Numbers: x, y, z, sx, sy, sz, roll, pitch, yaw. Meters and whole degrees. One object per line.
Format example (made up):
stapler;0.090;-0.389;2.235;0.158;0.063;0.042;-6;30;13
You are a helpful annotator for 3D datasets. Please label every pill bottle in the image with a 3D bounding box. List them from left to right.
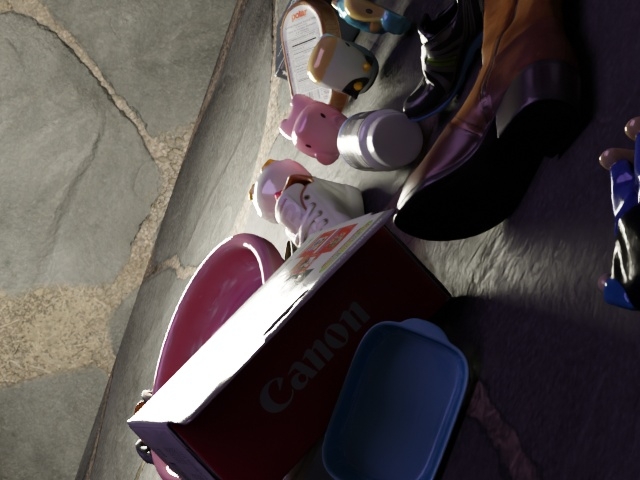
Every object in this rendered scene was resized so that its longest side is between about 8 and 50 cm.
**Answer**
pill bottle;0.075;-0.125;1.592;0.137;0.078;0.078;-168;96;-74

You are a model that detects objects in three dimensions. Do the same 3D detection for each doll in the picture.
doll;0.244;-0.009;0.936;0.129;0.046;0.189;123;160;-45

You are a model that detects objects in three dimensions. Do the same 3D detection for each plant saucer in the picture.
plant saucer;-0.111;0.158;1.614;0.332;0.084;0.332;-44;35;43

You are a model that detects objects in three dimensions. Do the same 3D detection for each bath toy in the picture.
bath toy;0.012;-0.171;1.804;0.151;0.129;0.348;1;-64;-60

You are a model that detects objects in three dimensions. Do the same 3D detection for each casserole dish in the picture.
casserole dish;0.075;0.165;1.229;0.037;0.114;0.188;2;-72;-74

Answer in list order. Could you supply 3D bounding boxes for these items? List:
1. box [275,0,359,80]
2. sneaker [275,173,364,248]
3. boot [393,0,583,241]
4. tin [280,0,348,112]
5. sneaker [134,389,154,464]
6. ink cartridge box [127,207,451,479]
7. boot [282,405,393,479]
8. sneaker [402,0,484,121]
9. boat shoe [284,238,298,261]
box;-0.003;-0.355;2.098;0.158;0.093;0.156;-89;24;-49
sneaker;0.000;0.000;1.634;0.290;0.123;0.106;-110;42;-64
boot;0.164;-0.163;1.297;0.264;0.096;0.280;124;159;-46
tin;-0.009;-0.278;1.972;0.106;0.040;0.190;-12;88;44
sneaker;-0.178;0.229;1.836;0.321;0.180;0.125;-120;35;-70
ink cartridge box;-0.027;0.124;1.322;0.309;0.130;0.272;-45;8;-18
boot;0.015;0.225;1.374;0.258;0.095;0.123;-57;21;35
sneaker;0.140;-0.223;1.479;0.067;0.078;0.188;-93;25;-53
boat shoe;-0.044;0.070;1.838;0.056;0.049;0.152;144;141;-64
